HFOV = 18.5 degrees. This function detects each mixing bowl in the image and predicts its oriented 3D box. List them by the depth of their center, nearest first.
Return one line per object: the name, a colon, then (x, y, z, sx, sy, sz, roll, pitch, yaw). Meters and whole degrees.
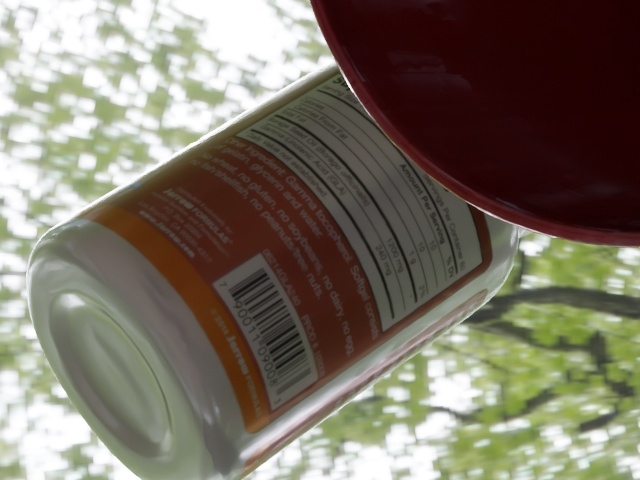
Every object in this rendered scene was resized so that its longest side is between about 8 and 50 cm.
mixing bowl: (0.090, -0.084, 0.364, 0.181, 0.098, 0.181, -7, -101, 42)

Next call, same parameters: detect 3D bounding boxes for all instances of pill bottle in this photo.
pill bottle: (0.000, 0.000, 0.791, 0.121, 0.216, 0.121, 36, -36, 32)
